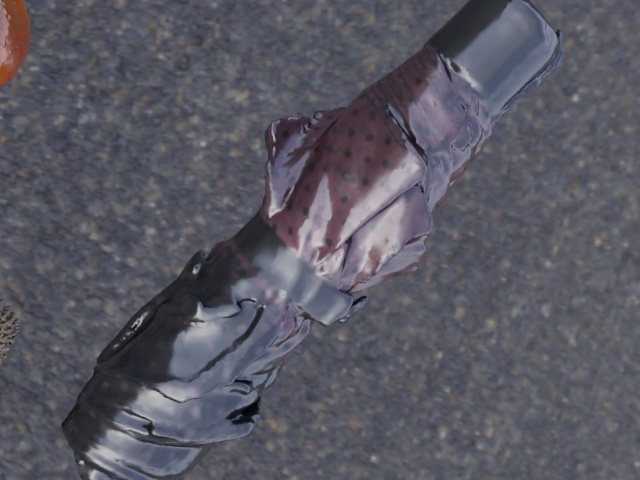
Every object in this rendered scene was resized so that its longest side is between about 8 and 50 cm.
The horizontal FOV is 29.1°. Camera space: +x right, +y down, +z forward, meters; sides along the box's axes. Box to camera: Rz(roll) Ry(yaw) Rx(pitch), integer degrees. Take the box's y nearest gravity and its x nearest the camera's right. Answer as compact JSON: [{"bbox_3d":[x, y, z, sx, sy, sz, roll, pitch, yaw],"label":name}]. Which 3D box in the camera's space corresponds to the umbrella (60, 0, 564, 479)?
[{"bbox_3d":[0.000,0.000,0.621,0.326,0.094,0.090,-45,150,1],"label":"umbrella"}]

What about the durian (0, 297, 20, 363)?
[{"bbox_3d":[-0.293,0.070,0.945,0.110,0.140,0.071,-18,127,-2],"label":"durian"}]

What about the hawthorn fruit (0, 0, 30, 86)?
[{"bbox_3d":[-0.422,-0.255,1.424,0.189,0.189,0.189,-9,105,-36],"label":"hawthorn fruit"}]
